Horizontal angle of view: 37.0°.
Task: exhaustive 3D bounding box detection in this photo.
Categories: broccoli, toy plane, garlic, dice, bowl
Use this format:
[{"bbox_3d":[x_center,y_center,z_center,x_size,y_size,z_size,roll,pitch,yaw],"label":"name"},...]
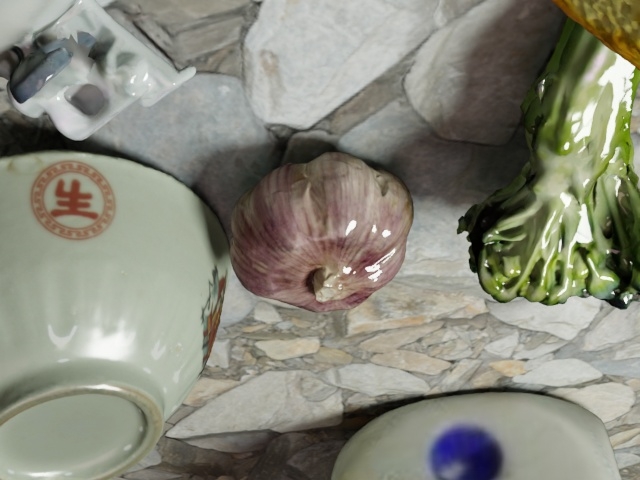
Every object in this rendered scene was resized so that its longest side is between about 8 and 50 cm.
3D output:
[{"bbox_3d":[0.193,-0.086,0.682,0.164,0.145,0.304,7,129,6],"label":"broccoli"},{"bbox_3d":[-0.179,-0.181,0.555,0.266,0.123,0.267,7,125,10],"label":"toy plane"},{"bbox_3d":[0.000,0.000,0.778,0.159,0.102,0.147,-25,132,25],"label":"garlic"},{"bbox_3d":[0.186,0.358,1.037,0.304,0.304,0.277,-11,137,12],"label":"dice"},{"bbox_3d":[-0.218,0.102,0.778,0.337,0.157,0.337,-14,140,-12],"label":"bowl"}]

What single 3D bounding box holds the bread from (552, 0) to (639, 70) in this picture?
[{"bbox_3d":[0.244,-0.193,0.498,0.268,0.146,0.268,-4,113,-10],"label":"bread"}]
